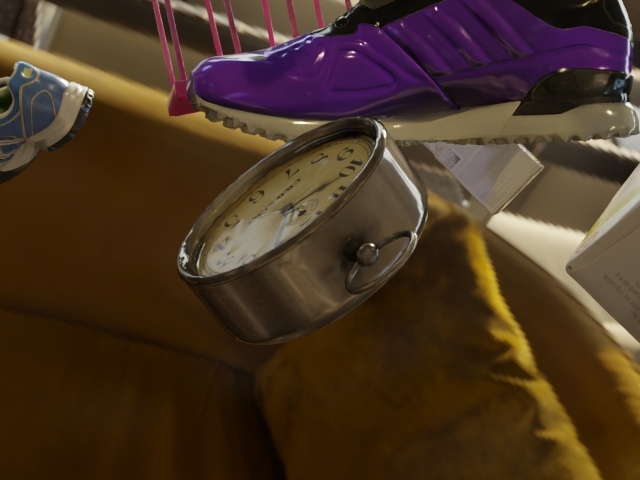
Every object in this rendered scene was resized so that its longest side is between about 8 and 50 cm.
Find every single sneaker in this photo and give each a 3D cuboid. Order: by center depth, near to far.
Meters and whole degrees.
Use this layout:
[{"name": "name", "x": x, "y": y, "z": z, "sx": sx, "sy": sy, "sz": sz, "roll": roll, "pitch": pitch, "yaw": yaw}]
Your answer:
[{"name": "sneaker", "x": 0.060, "y": -0.134, "z": 0.787, "sx": 0.293, "sy": 0.146, "sz": 0.102, "roll": -1, "pitch": 7, "yaw": -7}, {"name": "sneaker", "x": -0.309, "y": -0.118, "z": 1.204, "sx": 0.081, "sy": 0.211, "sz": 0.080, "roll": 33, "pitch": 49, "yaw": -29}]

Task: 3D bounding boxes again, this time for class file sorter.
[{"name": "file sorter", "x": -0.052, "y": -0.273, "z": 1.454, "sx": 0.290, "sy": 0.202, "sz": 0.182, "roll": -12, "pitch": 92, "yaw": -9}]

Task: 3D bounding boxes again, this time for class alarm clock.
[{"name": "alarm clock", "x": 0.000, "y": 0.000, "z": 0.613, "sx": 0.064, "sy": 0.129, "sz": 0.192, "roll": 52, "pitch": -11, "yaw": -19}]

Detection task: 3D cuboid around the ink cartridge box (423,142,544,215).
[{"name": "ink cartridge box", "x": 0.140, "y": -0.085, "z": 1.107, "sx": 0.115, "sy": 0.063, "sz": 0.029, "roll": 46, "pitch": 16, "yaw": 9}]

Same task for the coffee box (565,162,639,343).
[{"name": "coffee box", "x": 0.504, "y": -0.017, "z": 1.142, "sx": 0.337, "sy": 0.338, "sz": 0.334, "roll": 45, "pitch": 36, "yaw": 3}]
